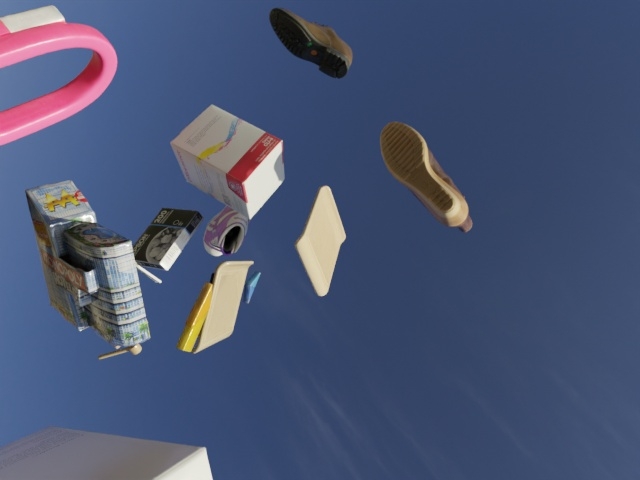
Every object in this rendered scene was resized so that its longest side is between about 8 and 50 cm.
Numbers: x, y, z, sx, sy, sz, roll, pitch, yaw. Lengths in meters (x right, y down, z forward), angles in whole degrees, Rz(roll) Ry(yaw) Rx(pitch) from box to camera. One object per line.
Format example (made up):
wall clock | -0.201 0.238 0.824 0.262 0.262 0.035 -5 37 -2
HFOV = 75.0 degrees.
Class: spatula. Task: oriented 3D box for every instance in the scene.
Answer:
spatula | -0.472 0.054 0.963 0.168 0.242 0.019 11 -112 7

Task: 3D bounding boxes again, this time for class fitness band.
fitness band | -0.446 -0.234 0.625 0.054 0.291 0.209 50 -32 -1

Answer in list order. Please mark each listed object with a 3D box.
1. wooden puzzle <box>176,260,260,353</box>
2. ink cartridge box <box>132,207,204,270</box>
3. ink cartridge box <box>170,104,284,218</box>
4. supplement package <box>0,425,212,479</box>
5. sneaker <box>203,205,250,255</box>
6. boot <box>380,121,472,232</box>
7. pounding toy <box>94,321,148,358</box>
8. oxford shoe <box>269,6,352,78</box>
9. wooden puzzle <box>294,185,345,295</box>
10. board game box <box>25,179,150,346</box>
wooden puzzle | -0.079 0.049 0.333 0.014 0.116 0.079 18 -97 9
ink cartridge box | -0.484 -0.011 1.246 0.208 0.045 0.206 4 -128 28
ink cartridge box | -0.180 -0.158 0.835 0.176 0.128 0.127 30 -115 13
supplement package | -0.235 0.285 0.346 0.292 0.177 0.176 -14 -92 36
sneaker | -0.293 -0.003 1.245 0.282 0.102 0.161 -48 -153 43
boot | 0.229 -0.126 0.895 0.090 0.206 0.249 -37 -112 18
pounding toy | -0.660 0.289 1.349 0.205 0.181 0.094 20 -44 30
oxford shoe | -0.021 -0.497 1.027 0.227 0.082 0.096 31 -120 -15
wooden puzzle | 0.000 0.000 1.174 0.044 0.221 0.239 0 -136 24
board game box | -0.318 0.027 0.557 0.194 0.060 0.194 18 -60 36
